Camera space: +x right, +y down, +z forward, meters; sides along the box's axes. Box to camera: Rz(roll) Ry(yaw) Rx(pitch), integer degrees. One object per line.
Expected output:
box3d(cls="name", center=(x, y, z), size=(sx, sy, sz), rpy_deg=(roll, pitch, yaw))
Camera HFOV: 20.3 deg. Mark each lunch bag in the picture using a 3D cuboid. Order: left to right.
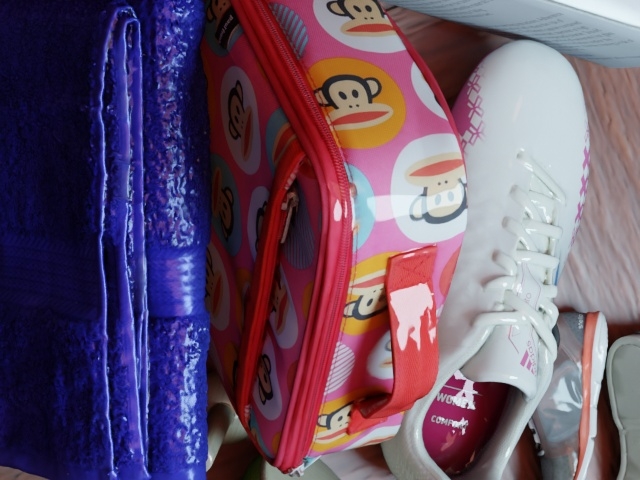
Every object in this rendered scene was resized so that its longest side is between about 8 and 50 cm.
box3d(cls="lunch bag", center=(0.000, 0.000, 1.101), size=(0.120, 0.293, 0.258), rpy_deg=(-12, 52, -20))

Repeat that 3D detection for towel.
box3d(cls="towel", center=(-0.168, -0.005, 1.101), size=(0.076, 0.227, 0.308), rpy_deg=(-9, 102, -54))

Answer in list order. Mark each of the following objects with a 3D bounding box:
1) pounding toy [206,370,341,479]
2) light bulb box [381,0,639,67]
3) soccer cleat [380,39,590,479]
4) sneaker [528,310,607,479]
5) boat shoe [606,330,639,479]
box3d(cls="pounding toy", center=(-0.042, 0.221, 1.212), size=(0.110, 0.183, 0.237), rpy_deg=(-33, 101, 15))
box3d(cls="light bulb box", center=(0.115, -0.329, 1.183), size=(0.361, 0.225, 0.358), rpy_deg=(15, 89, -15))
box3d(cls="soccer cleat", center=(0.129, 0.030, 1.226), size=(0.116, 0.143, 0.331), rpy_deg=(11, 97, -17))
box3d(cls="sneaker", center=(0.170, 0.127, 1.313), size=(0.065, 0.061, 0.158), rpy_deg=(8, 85, 5))
box3d(cls="boat shoe", center=(0.260, 0.164, 1.323), size=(0.065, 0.075, 0.206), rpy_deg=(-16, 104, -38))
